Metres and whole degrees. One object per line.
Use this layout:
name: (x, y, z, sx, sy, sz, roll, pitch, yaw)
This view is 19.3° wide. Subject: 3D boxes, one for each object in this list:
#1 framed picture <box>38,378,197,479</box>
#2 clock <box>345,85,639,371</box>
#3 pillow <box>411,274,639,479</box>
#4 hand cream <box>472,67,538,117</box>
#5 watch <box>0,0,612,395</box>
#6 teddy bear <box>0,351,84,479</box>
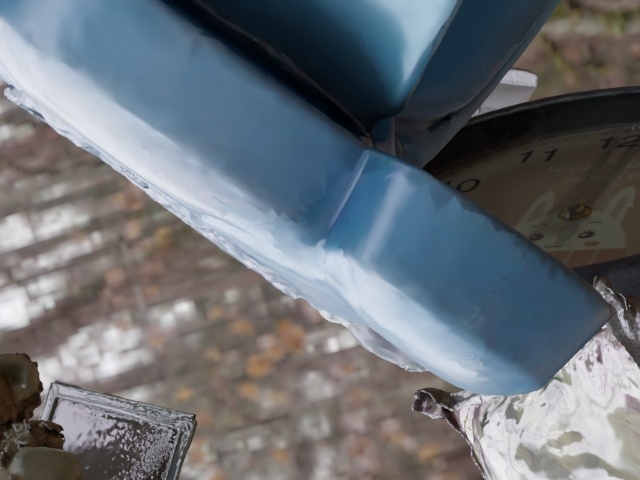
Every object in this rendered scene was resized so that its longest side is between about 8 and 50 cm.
framed picture: (-0.224, 0.271, 1.800, 0.014, 0.197, 0.252, 29, -106, -50)
clock: (0.192, -0.018, 1.415, 0.386, 0.386, 0.076, -62, -38, -62)
pillow: (0.148, 0.105, 0.936, 0.059, 0.255, 0.169, -39, -90, -26)
hand cream: (0.152, -0.100, 1.999, 0.314, 0.139, 0.089, 88, -169, -57)
watch: (0.016, -0.087, 0.454, 0.211, 0.193, 0.211, 36, 179, 1)
teddy bear: (-0.327, 0.198, 1.620, 0.156, 0.267, 0.256, 75, -178, -48)
